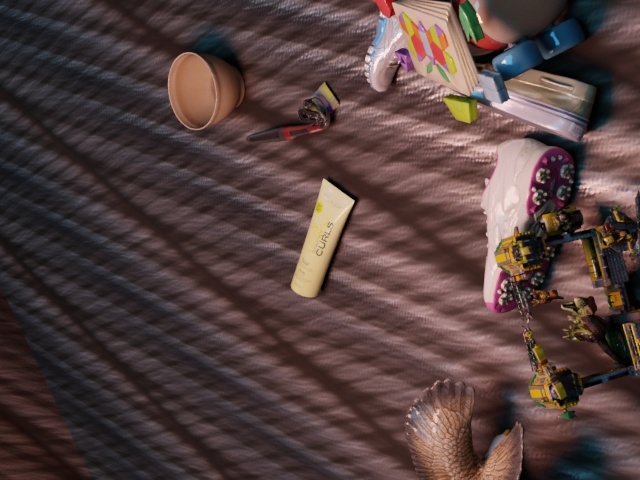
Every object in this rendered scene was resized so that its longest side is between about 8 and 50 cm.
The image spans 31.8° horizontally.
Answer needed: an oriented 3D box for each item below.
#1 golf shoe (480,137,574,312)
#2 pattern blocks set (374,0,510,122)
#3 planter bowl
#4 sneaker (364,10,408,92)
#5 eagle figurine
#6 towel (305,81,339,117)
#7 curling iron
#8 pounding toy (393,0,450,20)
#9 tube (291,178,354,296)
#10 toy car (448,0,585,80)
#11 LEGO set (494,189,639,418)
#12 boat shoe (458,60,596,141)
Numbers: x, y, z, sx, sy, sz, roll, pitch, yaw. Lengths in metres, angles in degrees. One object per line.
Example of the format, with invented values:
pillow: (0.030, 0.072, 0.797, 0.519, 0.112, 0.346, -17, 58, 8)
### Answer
golf shoe: (0.325, -0.029, 1.885, 0.140, 0.115, 0.306, 38, 120, 46)
pattern blocks set: (0.178, -0.313, 1.773, 0.285, 0.026, 0.325, 62, 167, -16)
planter bowl: (-0.230, -0.320, 2.373, 0.162, 0.109, 0.162, 15, 111, 43)
sneaker: (0.138, -0.348, 2.009, 0.083, 0.071, 0.190, 30, 122, 31)
eagle figurine: (0.276, 0.405, 1.968, 0.226, 0.298, 0.225, -12, 48, 17)
towel: (0.002, -0.266, 2.216, 0.060, 0.009, 0.083, 57, 134, 19)
curling iron: (-0.068, -0.232, 2.277, 0.274, 0.035, 0.068, -14, 98, 54)
pounding toy: (0.199, -0.421, 1.875, 0.100, 0.130, 0.141, 39, 127, 32)
tube: (0.000, 0.000, 2.262, 0.070, 0.062, 0.240, 19, 116, -3)
toy car: (0.254, -0.355, 1.794, 0.238, 0.210, 0.219, -23, 95, 56)
LEGO set: (0.419, 0.098, 1.697, 0.192, 0.255, 0.331, 149, 116, -74)
boat shoe: (0.318, -0.251, 1.839, 0.302, 0.109, 0.094, 28, 96, 34)
